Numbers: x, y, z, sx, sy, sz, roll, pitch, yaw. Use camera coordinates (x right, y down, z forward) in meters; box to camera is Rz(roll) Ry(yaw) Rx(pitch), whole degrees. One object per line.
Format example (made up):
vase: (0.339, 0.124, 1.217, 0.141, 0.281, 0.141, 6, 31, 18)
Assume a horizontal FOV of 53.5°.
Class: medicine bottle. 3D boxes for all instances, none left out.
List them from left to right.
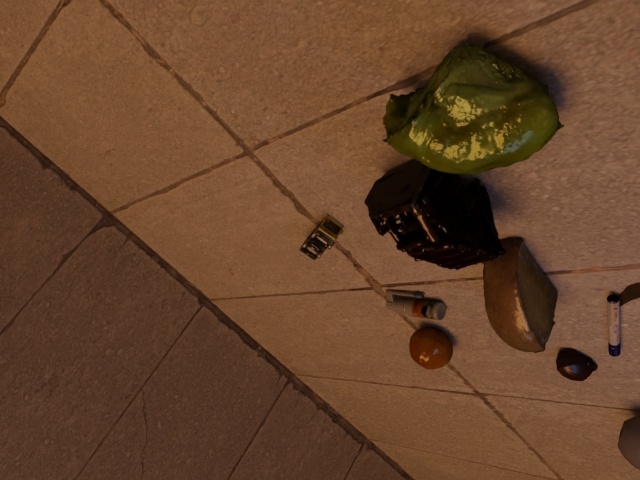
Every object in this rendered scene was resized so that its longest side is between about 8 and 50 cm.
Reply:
medicine bottle: (0.313, 0.214, 2.146, 0.221, 0.061, 0.092, 2, 115, 45)

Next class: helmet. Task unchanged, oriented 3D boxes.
helmet: (0.768, 0.387, 1.920, 0.123, 0.070, 0.098, 34, 152, 2)

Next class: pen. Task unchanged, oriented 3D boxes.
pen: (0.781, 0.229, 1.689, 0.033, 0.033, 0.269, 13, 147, 34)

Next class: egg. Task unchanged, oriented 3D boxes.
egg: (1.026, 0.622, 1.914, 0.232, 0.176, 0.176, 9, 145, 24)

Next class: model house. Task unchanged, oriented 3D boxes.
model house: (0.264, -0.024, 1.549, 0.282, 0.297, 0.317, 48, 148, -14)

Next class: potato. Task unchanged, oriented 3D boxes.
potato: (0.487, 0.149, 1.704, 0.211, 0.189, 0.264, -3, 136, 49)

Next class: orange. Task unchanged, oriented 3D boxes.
orange: (0.388, 0.385, 2.250, 0.159, 0.136, 0.159, 28, 151, 17)

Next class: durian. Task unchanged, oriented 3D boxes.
durian: (0.295, -0.245, 1.265, 0.340, 0.204, 0.255, 28, 141, 8)

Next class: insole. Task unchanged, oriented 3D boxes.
insole: (0.770, 0.136, 1.586, 0.045, 0.002, 0.135, 32, 153, 4)

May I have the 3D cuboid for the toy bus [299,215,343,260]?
toy bus: (0.000, 0.000, 2.106, 0.081, 0.074, 0.226, 36, 153, -2)
